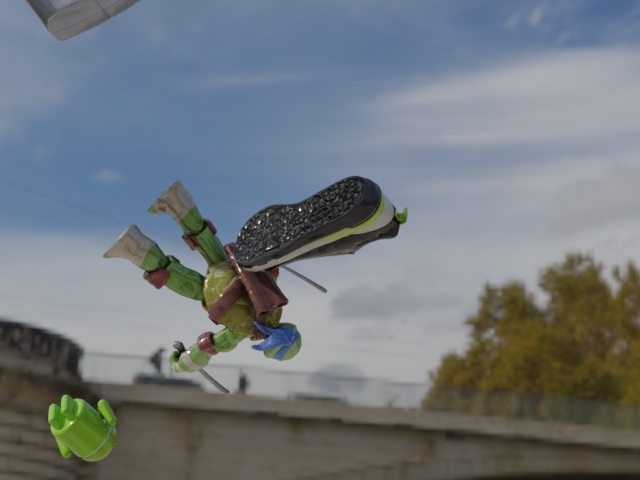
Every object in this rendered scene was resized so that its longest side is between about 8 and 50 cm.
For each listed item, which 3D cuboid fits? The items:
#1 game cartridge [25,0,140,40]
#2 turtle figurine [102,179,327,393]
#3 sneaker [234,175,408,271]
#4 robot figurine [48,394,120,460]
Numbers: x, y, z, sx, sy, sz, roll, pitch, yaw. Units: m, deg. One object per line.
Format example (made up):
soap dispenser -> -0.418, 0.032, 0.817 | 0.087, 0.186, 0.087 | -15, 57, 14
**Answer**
game cartridge -> -0.215, -0.361, 1.472 | 0.294, 0.196, 0.060 | -40, -25, 0
turtle figurine -> -0.148, 0.068, 1.761 | 0.266, 0.198, 0.274 | 45, 7, -4
sneaker -> 0.000, 0.000, 1.612 | 0.235, 0.084, 0.097 | -18, -40, 36
robot figurine -> -0.347, 0.278, 1.953 | 0.101, 0.067, 0.115 | -37, -61, 12
